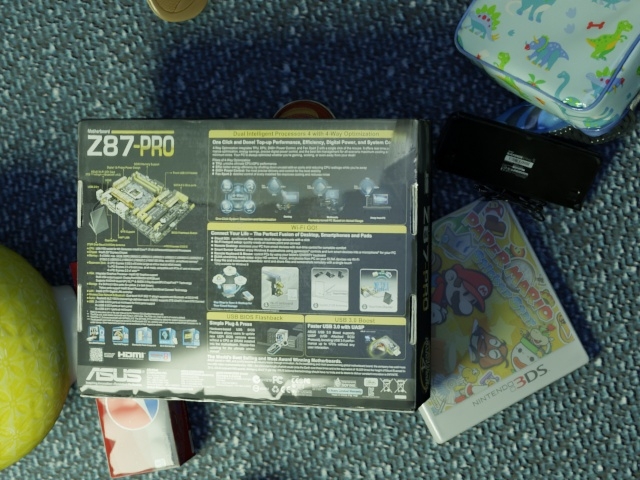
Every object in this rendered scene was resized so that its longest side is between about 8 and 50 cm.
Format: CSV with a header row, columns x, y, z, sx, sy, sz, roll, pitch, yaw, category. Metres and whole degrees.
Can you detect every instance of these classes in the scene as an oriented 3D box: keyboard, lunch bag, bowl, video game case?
x,y,z,sx,sy,sz,roll,pitch,yaw,category
0.217,-0.086,1.757,0.192,0.038,0.100,17,114,-14,keyboard
0.274,-0.231,1.698,0.219,0.090,0.176,33,90,36,lunch bag
-0.358,0.123,1.800,0.156,0.289,0.290,-10,91,-19,bowl
0.171,0.085,1.765,0.206,0.026,0.227,-27,87,-14,video game case

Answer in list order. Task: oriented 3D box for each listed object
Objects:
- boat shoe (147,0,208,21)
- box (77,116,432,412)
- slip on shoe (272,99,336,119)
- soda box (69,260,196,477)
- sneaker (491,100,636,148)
x,y,z,sx,sy,sz,roll,pitch,yaw,category
-0.188,-0.399,1.823,0.104,0.089,0.285,-9,94,-16,boat shoe
-0.076,0.022,1.713,0.394,0.097,0.318,0,95,15,box
0.000,0.000,1.793,0.123,0.101,0.331,-10,92,8,slip on shoe
-0.223,0.144,1.847,0.092,0.083,0.263,-10,90,10,soda box
0.259,-0.142,1.768,0.209,0.069,0.082,-17,54,20,sneaker
